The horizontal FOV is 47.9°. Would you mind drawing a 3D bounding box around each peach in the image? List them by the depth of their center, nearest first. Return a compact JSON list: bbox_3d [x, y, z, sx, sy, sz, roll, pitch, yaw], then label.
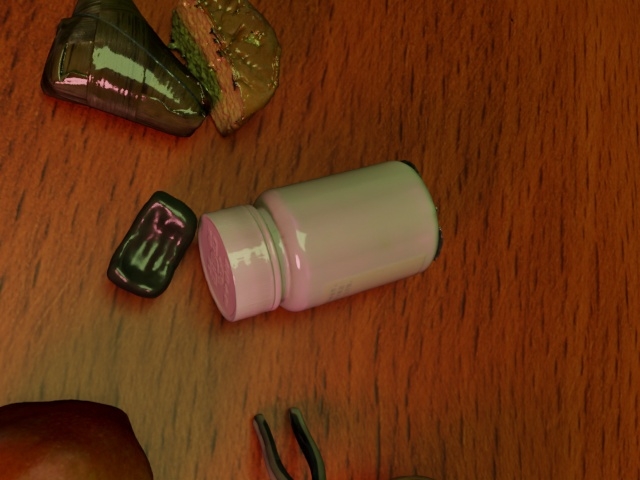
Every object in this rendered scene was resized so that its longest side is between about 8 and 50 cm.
[{"bbox_3d":[-0.377,0.360,0.955,0.308,0.308,0.332,45,63,-2],"label":"peach"}]

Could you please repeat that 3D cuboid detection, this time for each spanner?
[{"bbox_3d":[-0.024,0.383,1.104,0.095,0.040,0.325,-9,37,-19],"label":"spanner"}]

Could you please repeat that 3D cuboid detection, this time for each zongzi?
[{"bbox_3d":[-0.312,-0.351,1.269,0.286,0.138,0.300,16,68,-17],"label":"zongzi"}]

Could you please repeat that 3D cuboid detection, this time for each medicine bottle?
[{"bbox_3d":[0.000,0.000,1.231,0.378,0.213,0.214,-15,80,-23],"label":"medicine bottle"}]

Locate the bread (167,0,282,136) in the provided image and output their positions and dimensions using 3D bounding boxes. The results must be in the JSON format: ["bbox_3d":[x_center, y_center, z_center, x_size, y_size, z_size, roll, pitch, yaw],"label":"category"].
[{"bbox_3d":[-0.157,-0.334,1.310,0.147,0.160,0.261,-25,81,-32],"label":"bread"}]

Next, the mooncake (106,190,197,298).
[{"bbox_3d":[-0.268,0.008,1.161,0.104,0.175,0.168,31,25,-5],"label":"mooncake"}]

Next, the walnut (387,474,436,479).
[{"bbox_3d":[0.137,0.527,1.101,0.251,0.277,0.313,24,70,29],"label":"walnut"}]
